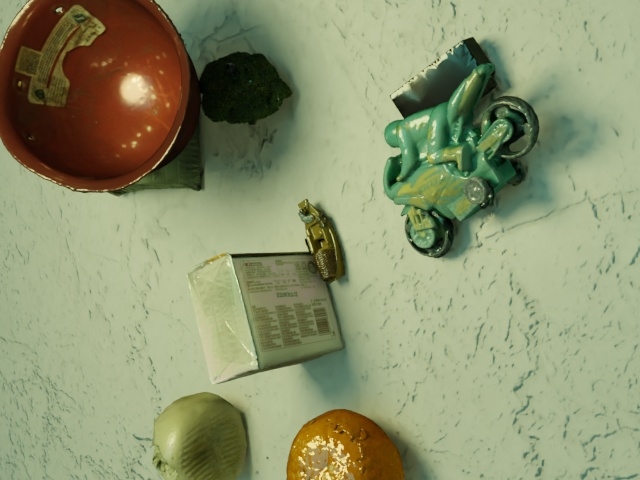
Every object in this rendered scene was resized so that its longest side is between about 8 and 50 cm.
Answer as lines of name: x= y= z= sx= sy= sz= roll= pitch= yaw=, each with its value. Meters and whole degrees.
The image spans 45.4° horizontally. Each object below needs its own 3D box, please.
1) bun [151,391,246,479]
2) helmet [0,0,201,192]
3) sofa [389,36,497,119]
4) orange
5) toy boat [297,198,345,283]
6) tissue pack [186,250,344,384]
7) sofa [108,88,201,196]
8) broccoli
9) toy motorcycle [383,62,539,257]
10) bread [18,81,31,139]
bun: x=-0.233 y=0.370 z=1.378 sx=0.127 sy=0.193 sz=0.179 roll=-6 pitch=95 yaw=33
helmet: x=-0.331 y=-0.241 z=1.289 sx=0.384 sy=0.230 sz=0.338 roll=29 pitch=96 yaw=18
sofa: x=0.186 y=-0.224 z=1.136 sx=0.147 sy=0.060 sz=0.085 roll=-34 pitch=87 yaw=34
orange: x=0.039 y=0.361 z=1.190 sx=0.193 sy=0.161 sz=0.194 roll=-9 pitch=74 yaw=34
toy boat: x=0.000 y=0.000 z=1.281 sx=0.047 sy=0.049 sz=0.149 roll=-30 pitch=72 yaw=35
tissue pack: x=-0.087 y=0.116 z=1.241 sx=0.124 sy=0.225 sz=0.185 roll=-24 pitch=76 yaw=35
sofa: x=-0.349 y=-0.195 z=1.534 sx=0.225 sy=0.175 sz=0.210 roll=176 pitch=92 yaw=-67
broccoli: x=-0.131 y=-0.260 z=1.328 sx=0.162 sy=0.138 sz=0.146 roll=-11 pitch=65 yaw=5
toy motorcycle: x=0.181 y=-0.118 z=1.088 sx=0.198 sy=0.109 sz=0.296 roll=52 pitch=136 yaw=12
bread: x=-0.625 y=-0.300 z=1.720 sx=0.190 sy=0.123 sz=0.244 roll=0 pitch=92 yaw=37
